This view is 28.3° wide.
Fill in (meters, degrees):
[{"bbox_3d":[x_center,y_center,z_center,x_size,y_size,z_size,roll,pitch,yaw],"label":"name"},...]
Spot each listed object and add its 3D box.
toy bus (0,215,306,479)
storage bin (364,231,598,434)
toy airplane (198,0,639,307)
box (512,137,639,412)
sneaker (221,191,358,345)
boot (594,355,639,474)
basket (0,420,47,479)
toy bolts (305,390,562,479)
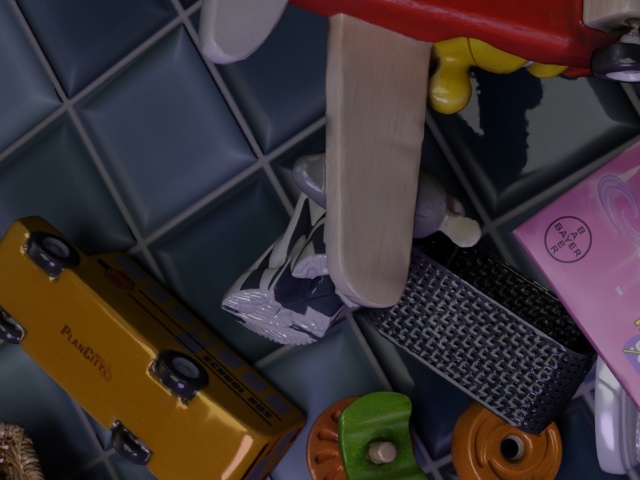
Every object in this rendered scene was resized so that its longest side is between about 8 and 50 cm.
[{"bbox_3d":[-0.181,0.113,1.243,0.332,0.130,0.108,40,112,16],"label":"toy bus"},{"bbox_3d":[0.143,0.074,1.091,0.180,0.122,0.084,33,109,18],"label":"storage bin"},{"bbox_3d":[0.066,-0.195,1.014,0.386,0.272,0.384,-40,92,-9],"label":"toy airplane"},{"bbox_3d":[0.307,0.014,0.932,0.243,0.117,0.214,-36,74,12],"label":"box"},{"bbox_3d":[0.000,0.000,1.178,0.094,0.153,0.235,32,150,-9],"label":"sneaker"},{"bbox_3d":[0.300,0.073,1.030,0.123,0.095,0.258,9,96,26],"label":"boot"},{"bbox_3d":[-0.382,0.355,1.248,0.223,0.213,0.299,-53,48,42],"label":"basket"},{"bbox_3d":[0.103,0.247,1.155,0.218,0.158,0.229,-7,82,-14],"label":"toy bolts"}]
